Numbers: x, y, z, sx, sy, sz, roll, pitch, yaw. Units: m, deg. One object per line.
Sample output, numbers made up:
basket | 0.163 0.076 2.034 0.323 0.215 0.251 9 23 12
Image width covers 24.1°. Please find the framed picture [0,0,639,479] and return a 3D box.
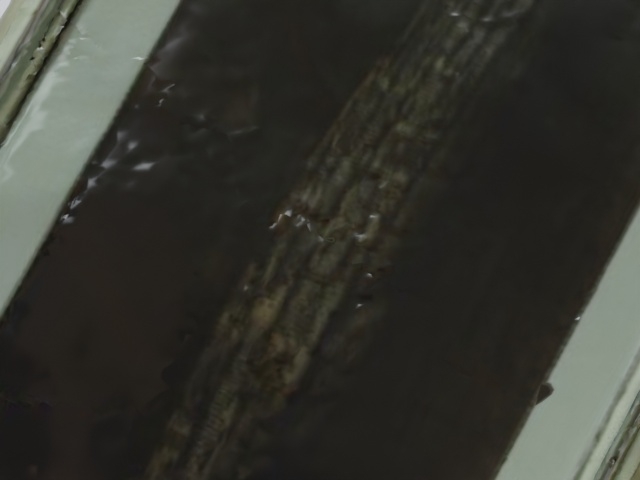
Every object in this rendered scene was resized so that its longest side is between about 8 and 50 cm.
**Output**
framed picture | 0.000 0.000 0.422 0.231 0.293 0.018 28 -6 4
